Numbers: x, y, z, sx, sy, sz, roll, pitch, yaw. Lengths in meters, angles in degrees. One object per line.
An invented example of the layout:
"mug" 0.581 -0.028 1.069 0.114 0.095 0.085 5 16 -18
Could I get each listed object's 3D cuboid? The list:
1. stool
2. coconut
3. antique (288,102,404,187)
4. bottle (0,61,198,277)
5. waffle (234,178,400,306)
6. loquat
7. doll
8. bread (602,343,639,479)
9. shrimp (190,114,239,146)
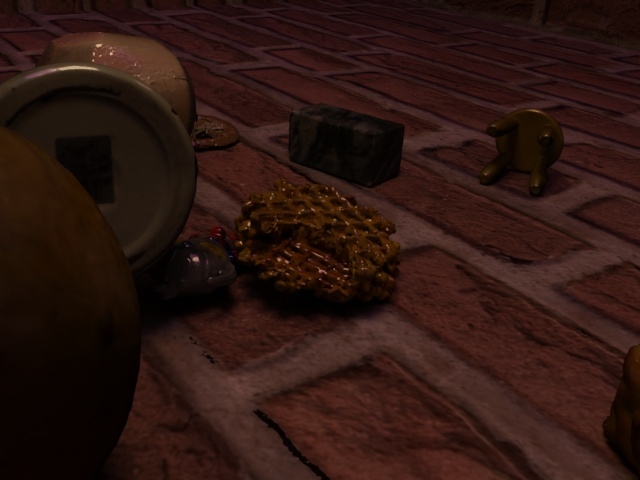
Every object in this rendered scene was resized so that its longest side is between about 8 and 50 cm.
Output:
"stool" 0.321 -0.144 1.115 0.135 0.134 0.110 -34 3 37
"coconut" -0.312 -0.193 1.012 0.227 0.227 0.230 23 22 34
"antique" 0.034 -0.160 1.132 0.183 0.088 0.086 23 31 33
"bottle" -0.281 -0.072 0.762 0.229 0.229 0.352 -10 14 -26
"waffle" 0.000 0.000 0.790 0.193 0.070 0.197 11 28 -14
"loquat" -0.254 0.059 0.438 0.276 0.283 0.276 8 44 -8
"doll" -0.133 0.023 0.770 0.104 0.062 0.194 27 20 6
"bread" 0.332 0.156 0.525 0.182 0.096 0.222 -1 26 -16
"shrimp" -0.211 -0.176 1.203 0.099 0.041 0.180 32 34 20
